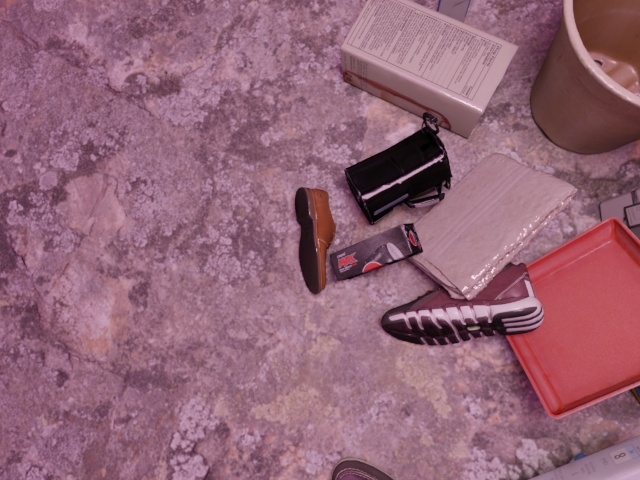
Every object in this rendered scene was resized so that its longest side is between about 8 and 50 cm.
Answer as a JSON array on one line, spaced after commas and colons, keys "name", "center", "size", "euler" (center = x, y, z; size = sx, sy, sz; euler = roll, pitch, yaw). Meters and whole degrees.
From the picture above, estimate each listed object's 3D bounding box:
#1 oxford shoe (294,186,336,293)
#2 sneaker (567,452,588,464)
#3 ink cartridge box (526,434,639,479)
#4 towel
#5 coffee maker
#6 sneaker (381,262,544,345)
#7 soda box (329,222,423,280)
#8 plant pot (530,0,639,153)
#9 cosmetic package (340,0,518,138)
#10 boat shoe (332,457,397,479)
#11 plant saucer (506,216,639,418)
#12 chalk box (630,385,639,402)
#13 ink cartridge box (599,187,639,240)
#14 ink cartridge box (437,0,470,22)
[{"name": "oxford shoe", "center": [0.000, 0.000, 0.867], "size": [0.075, 0.076, 0.213], "euler": [-3, 92, -33]}, {"name": "sneaker", "center": [0.529, 0.451, 0.727], "size": [0.237, 0.085, 0.086], "euler": [31, 91, 9]}, {"name": "ink cartridge box", "center": [0.425, 0.529, 0.674], "size": [0.384, 0.091, 0.308], "euler": [-35, 82, 17]}, {"name": "towel", "center": [0.295, -0.033, 0.794], "size": [0.282, 0.049, 0.187], "euler": [-42, 43, -2]}, {"name": "coffee maker", "center": [0.139, -0.132, 0.819], "size": [0.178, 0.120, 0.171], "euler": [-28, 123, 2]}, {"name": "sneaker", "center": [0.255, 0.100, 0.818], "size": [0.281, 0.106, 0.163], "euler": [-10, 48, 24]}, {"name": "soda box", "center": [0.102, 0.024, 0.817], "size": [0.168, 0.053, 0.060], "euler": [-25, 77, 34]}, {"name": "plant pot", "center": [0.516, -0.300, 0.725], "size": [0.333, 0.305, 0.334], "euler": [-1, 82, 6]}, {"name": "cosmetic package", "center": [0.203, -0.347, 0.859], "size": [0.296, 0.129, 0.153], "euler": [30, 85, 11]}, {"name": "boat shoe", "center": [0.148, 0.529, 0.755], "size": [0.112, 0.095, 0.335], "euler": [-44, 80, -1]}, {"name": "plant saucer", "center": [0.442, 0.125, 0.715], "size": [0.259, 0.047, 0.259], "euler": [-38, 40, 23]}, {"name": "chalk box", "center": [0.659, 0.269, 0.690], "size": [0.180, 0.179, 0.289], "euler": [-33, 79, 2]}, {"name": "ink cartridge box", "center": [0.623, -0.044, 0.693], "size": [0.198, 0.273, 0.115], "euler": [-5, 84, 6]}, {"name": "ink cartridge box", "center": [0.288, -0.546, 0.889], "size": [0.061, 0.104, 0.182], "euler": [13, 84, 8]}]
